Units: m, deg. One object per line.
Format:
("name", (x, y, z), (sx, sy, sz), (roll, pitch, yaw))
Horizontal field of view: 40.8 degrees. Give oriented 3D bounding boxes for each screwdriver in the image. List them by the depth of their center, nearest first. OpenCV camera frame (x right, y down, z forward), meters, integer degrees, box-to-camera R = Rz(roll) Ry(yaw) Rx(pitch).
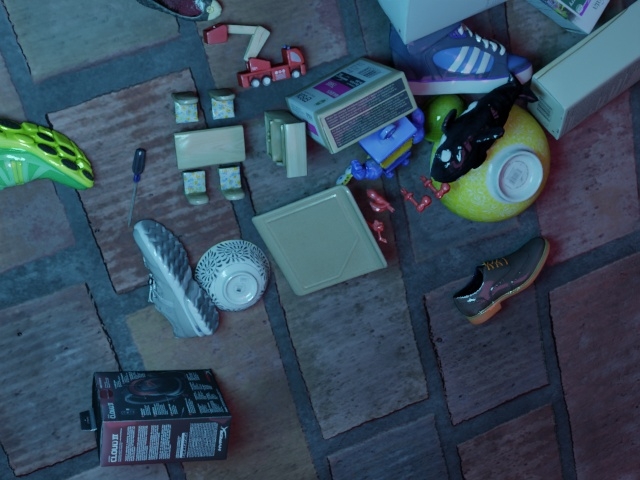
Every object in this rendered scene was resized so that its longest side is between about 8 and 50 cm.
("screwdriver", (-0.379, -0.107, 1.752), (0.024, 0.025, 0.170), (6, 116, -21))

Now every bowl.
("bowl", (-0.180, 0.090, 1.853), (0.170, 0.080, 0.170), (-7, 112, -17))
("bowl", (0.407, -0.161, 1.924), (0.289, 0.156, 0.290), (-6, 111, -16))

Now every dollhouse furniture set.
("dollhouse furniture set", (-0.165, -0.187, 1.713), (0.242, 0.161, 0.212), (-9, 112, -16))

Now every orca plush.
("orca plush", (0.349, -0.218, 1.746), (0.287, 0.102, 0.151), (-35, 123, -20))

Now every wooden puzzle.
("wooden puzzle", (0.000, 0.000, 1.855), (0.238, 0.044, 0.221), (-18, 118, 22))

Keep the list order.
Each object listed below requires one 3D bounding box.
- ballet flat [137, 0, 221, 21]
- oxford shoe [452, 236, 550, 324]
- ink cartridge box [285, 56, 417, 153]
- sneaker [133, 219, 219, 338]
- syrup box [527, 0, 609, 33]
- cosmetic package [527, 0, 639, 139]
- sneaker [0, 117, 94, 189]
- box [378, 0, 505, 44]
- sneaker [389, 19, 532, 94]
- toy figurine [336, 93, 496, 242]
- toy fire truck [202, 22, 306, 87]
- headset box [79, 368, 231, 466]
("ballet flat", (-0.272, -0.452, 1.642), (0.173, 0.049, 0.058), (7, 107, -21))
("oxford shoe", (0.434, 0.080, 2.056), (0.271, 0.097, 0.098), (-45, 111, 1))
("ink cartridge box", (0.056, -0.275, 1.718), (0.193, 0.234, 0.088), (-28, 115, -8))
("sneaker", (-0.325, 0.092, 1.789), (0.115, 0.105, 0.281), (-21, 104, 20))
("syrup box", (0.500, -0.546, 1.851), (0.236, 0.096, 0.093), (27, 98, -24))
("cosmetic package", (0.618, -0.378, 1.905), (0.309, 0.113, 0.160), (-36, 160, -6))
("sneaker", (-0.576, -0.156, 1.629), (0.295, 0.109, 0.124), (18, 125, -25))
("box", (0.270, -0.568, 1.664), (0.345, 0.168, 0.215), (-25, 71, -7))
("sneaker", (0.301, -0.437, 1.801), (0.322, 0.130, 0.236), (-7, 115, -11))
("toy figurine", (0.183, -0.190, 1.763), (0.362, 0.191, 0.217), (-39, 160, -2))
("toy fire truck", (-0.129, -0.378, 1.721), (0.192, 0.047, 0.135), (-16, 112, -14))
("headset box", (-0.356, 0.369, 1.815), (0.293, 0.218, 0.110), (2, 108, -21))
